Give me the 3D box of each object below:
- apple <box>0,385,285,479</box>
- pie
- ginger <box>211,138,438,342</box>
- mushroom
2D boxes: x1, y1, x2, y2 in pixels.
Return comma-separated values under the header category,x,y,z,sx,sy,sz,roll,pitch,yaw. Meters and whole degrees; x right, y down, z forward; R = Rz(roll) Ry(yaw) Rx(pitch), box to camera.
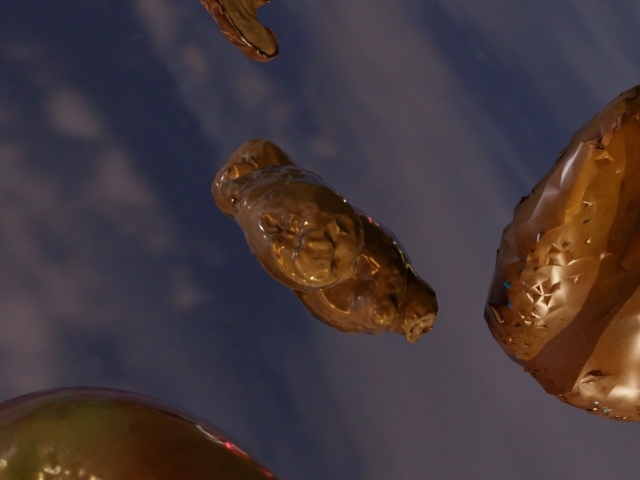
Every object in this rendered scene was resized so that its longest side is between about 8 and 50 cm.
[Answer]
category,x,y,z,sx,sy,sz,roll,pitch,yaw
apple,-0.145,0.257,1.311,0.277,0.319,0.319,71,-178,-62
pie,0.215,0.006,1.121,0.273,0.273,0.069,41,-164,-42
ginger,0.007,0.006,0.952,0.133,0.059,0.214,45,179,-8
mushroom,-0.054,-0.149,1.157,0.049,0.019,0.101,-40,-72,-46
